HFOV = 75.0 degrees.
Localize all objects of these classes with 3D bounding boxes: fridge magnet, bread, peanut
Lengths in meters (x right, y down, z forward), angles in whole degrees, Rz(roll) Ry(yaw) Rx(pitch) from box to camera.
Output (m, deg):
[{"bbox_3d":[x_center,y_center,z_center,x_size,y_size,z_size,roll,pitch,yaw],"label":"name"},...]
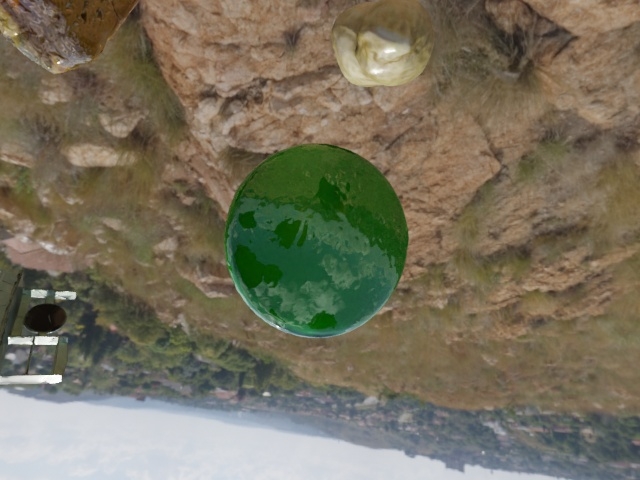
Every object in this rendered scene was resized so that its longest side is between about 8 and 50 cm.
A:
[{"bbox_3d":[0.000,0.000,0.451,0.208,0.207,0.088,19,172,-22],"label":"fridge magnet"},{"bbox_3d":[-0.346,-0.401,0.589,0.109,0.380,0.185,-12,137,15],"label":"bread"},{"bbox_3d":[0.089,-0.292,0.623,0.137,0.122,0.253,6,-159,-18],"label":"peanut"}]

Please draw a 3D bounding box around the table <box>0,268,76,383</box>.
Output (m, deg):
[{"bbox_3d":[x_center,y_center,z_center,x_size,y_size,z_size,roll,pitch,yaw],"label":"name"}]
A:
[{"bbox_3d":[-0.432,0.111,0.557,0.176,0.146,0.062,8,131,-28],"label":"table"}]
